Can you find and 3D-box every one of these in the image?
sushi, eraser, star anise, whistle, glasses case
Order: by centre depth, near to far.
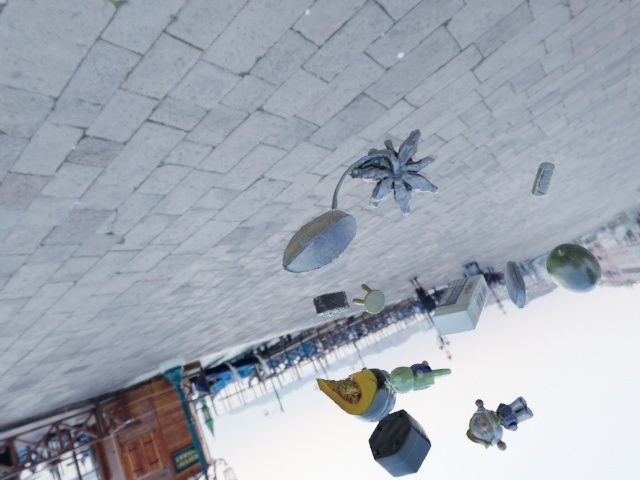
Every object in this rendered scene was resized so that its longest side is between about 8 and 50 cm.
[{"bbox_3d":[0.311,0.434,1.351,0.227,0.085,0.105,-7,148,-13],"label":"whistle"},{"bbox_3d":[0.233,-0.203,1.394,0.359,0.315,0.139,-65,172,13],"label":"star anise"},{"bbox_3d":[0.480,0.212,1.433,0.124,0.081,0.279,-20,-171,35],"label":"eraser"},{"bbox_3d":[0.040,0.219,1.459,0.090,0.078,0.150,-23,164,29],"label":"sushi"},{"bbox_3d":[0.845,0.188,1.841,0.067,0.109,0.282,-3,-155,13],"label":"glasses case"}]

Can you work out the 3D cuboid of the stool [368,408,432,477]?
[{"bbox_3d":[0.307,0.789,1.657,0.232,0.141,0.232,-42,-168,11],"label":"stool"}]

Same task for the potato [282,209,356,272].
[{"bbox_3d":[0.001,-0.003,1.287,0.261,0.100,0.120,-39,135,14],"label":"potato"}]

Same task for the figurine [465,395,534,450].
[{"bbox_3d":[0.714,0.718,1.712,0.133,0.194,0.274,22,104,-45],"label":"figurine"}]

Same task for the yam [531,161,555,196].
[{"bbox_3d":[0.784,-0.213,1.493,0.054,0.054,0.132,-22,137,-11],"label":"yam"}]

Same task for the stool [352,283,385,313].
[{"bbox_3d":[0.229,0.273,1.968,0.134,0.135,0.110,-14,-172,-23],"label":"stool"}]

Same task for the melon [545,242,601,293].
[{"bbox_3d":[0.643,0.070,1.077,0.114,0.114,0.167,-34,123,28],"label":"melon"}]

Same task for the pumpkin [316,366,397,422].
[{"bbox_3d":[0.133,0.509,1.508,0.139,0.280,0.190,26,93,-47],"label":"pumpkin"}]
